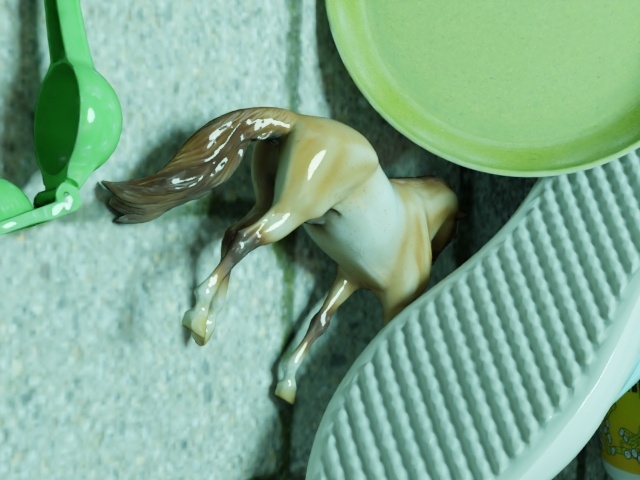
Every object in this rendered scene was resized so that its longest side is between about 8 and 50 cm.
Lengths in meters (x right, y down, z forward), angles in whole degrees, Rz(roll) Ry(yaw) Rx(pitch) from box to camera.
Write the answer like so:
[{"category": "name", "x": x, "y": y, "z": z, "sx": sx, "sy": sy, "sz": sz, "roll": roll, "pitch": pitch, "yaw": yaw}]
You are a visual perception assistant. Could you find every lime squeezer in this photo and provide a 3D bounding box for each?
[{"category": "lime squeezer", "x": -0.152, "y": -0.041, "z": 0.588, "sx": 0.110, "sy": 0.059, "sz": 0.310, "roll": 46, "pitch": 62, "yaw": -39}]

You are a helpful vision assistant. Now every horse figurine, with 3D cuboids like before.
[{"category": "horse figurine", "x": 0.000, "y": 0.000, "z": 0.748, "sx": 0.263, "sy": 0.066, "sz": 0.174, "roll": 38, "pitch": 74, "yaw": -45}]

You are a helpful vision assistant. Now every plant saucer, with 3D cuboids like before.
[{"category": "plant saucer", "x": 0.122, "y": -0.155, "z": 0.784, "sx": 0.037, "sy": 0.241, "sz": 0.240, "roll": 58, "pitch": 41, "yaw": -85}]

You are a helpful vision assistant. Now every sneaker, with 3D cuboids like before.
[{"category": "sneaker", "x": 0.144, "y": 0.071, "z": 0.787, "sx": 0.366, "sy": 0.135, "sz": 0.150, "roll": -45, "pitch": 140, "yaw": -16}]

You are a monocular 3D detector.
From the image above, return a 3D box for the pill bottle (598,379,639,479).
[{"category": "pill bottle", "x": 0.271, "y": 0.125, "z": 1.009, "sx": 0.118, "sy": 0.118, "sz": 0.208, "roll": -19, "pitch": 108, "yaw": -44}]

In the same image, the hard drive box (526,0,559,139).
[{"category": "hard drive box", "x": 0.174, "y": -0.165, "z": 0.898, "sx": 0.181, "sy": 0.089, "sz": 0.232, "roll": 13, "pitch": 85, "yaw": -47}]
